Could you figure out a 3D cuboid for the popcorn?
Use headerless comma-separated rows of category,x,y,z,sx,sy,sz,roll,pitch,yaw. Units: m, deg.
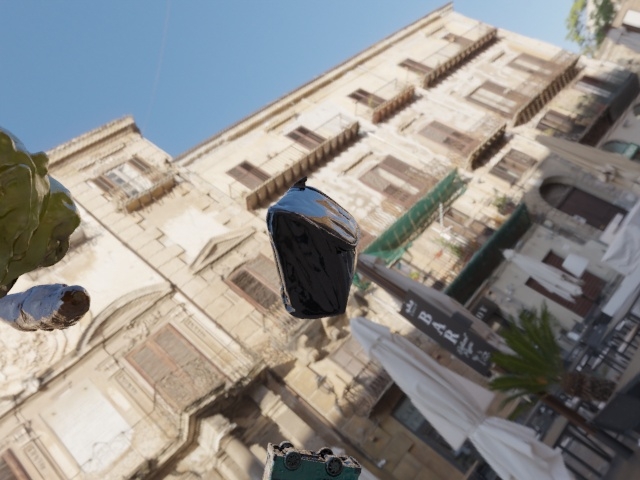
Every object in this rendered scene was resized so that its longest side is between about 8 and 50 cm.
popcorn,-0.519,-0.038,0.673,0.312,0.312,0.312,-40,-31,-30

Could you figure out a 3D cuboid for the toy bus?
toy bus,-0.017,0.411,0.850,0.079,0.160,0.092,151,131,-74

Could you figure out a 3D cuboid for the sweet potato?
sweet potato,-0.519,0.127,0.927,0.106,0.354,0.095,38,-124,-46

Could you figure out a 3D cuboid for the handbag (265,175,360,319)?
handbag,0.003,0.001,1.123,0.302,0.177,0.275,-59,-39,-71
